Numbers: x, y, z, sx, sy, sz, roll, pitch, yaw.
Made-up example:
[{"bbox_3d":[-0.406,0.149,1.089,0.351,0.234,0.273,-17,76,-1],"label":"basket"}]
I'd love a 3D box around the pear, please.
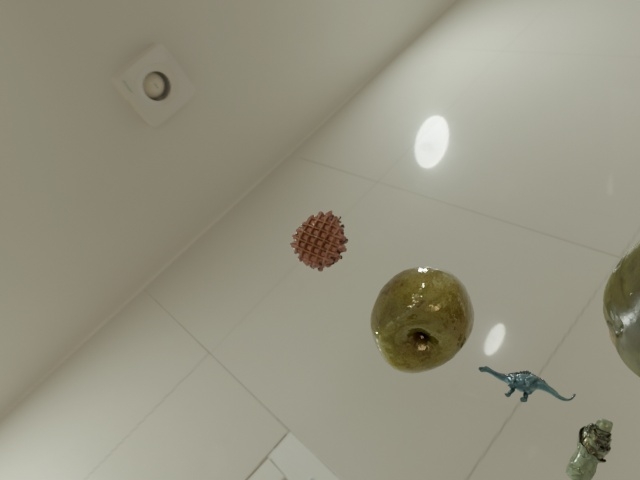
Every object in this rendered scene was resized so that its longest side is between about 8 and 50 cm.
[{"bbox_3d":[0.207,0.151,1.018,0.188,0.211,0.228,33,-63,-7],"label":"pear"}]

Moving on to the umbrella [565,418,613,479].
[{"bbox_3d":[0.509,0.395,0.935,0.067,0.062,0.143,2,-67,-32],"label":"umbrella"}]

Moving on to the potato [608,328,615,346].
[{"bbox_3d":[0.521,0.133,0.798,0.147,0.112,0.112,-31,-53,-40],"label":"potato"}]

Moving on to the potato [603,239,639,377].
[{"bbox_3d":[0.459,0.078,0.615,0.149,0.197,0.228,-19,-20,-29],"label":"potato"}]

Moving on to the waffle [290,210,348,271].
[{"bbox_3d":[0.000,0.000,0.683,0.083,0.075,0.029,-32,-19,15],"label":"waffle"}]

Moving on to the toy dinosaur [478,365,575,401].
[{"bbox_3d":[0.436,0.308,1.064,0.080,0.198,0.045,-32,-51,-55],"label":"toy dinosaur"}]
